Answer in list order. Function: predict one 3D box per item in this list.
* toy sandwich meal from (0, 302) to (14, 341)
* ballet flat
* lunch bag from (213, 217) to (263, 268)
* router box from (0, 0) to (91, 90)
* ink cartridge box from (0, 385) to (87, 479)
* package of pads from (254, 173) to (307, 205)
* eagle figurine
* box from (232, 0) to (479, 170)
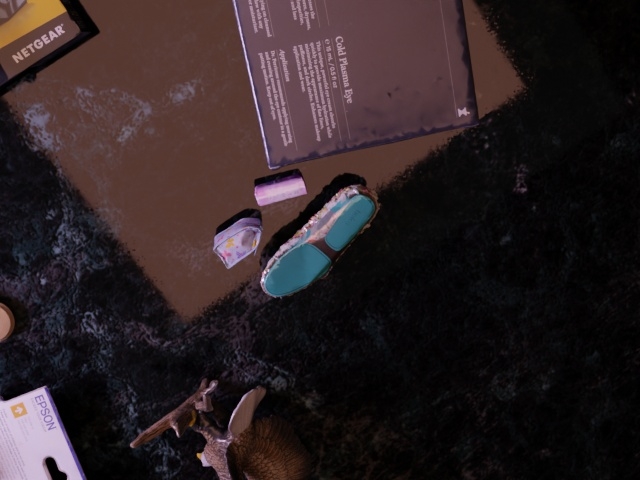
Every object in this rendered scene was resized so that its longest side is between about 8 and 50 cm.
[{"bbox_3d":[-0.544,0.129,1.313,0.086,0.029,0.085,-3,108,-9],"label":"toy sandwich meal"},{"bbox_3d":[0.000,0.000,1.305,0.241,0.077,0.091,-41,110,8],"label":"ballet flat"},{"bbox_3d":[-0.128,0.000,1.295,0.083,0.071,0.053,-36,107,4],"label":"lunch bag"},{"bbox_3d":[-0.537,-0.326,1.163,0.309,0.081,0.243,-32,105,3],"label":"router box"},{"bbox_3d":[-0.558,0.439,1.348,0.330,0.071,0.324,-20,101,-10],"label":"ink cartridge box"},{"bbox_3d":[-0.065,-0.082,1.290,0.083,0.050,0.032,-15,106,-1],"label":"package of pads"},{"bbox_3d":[-0.140,0.381,1.343,0.226,0.225,0.298,-34,95,-7],"label":"eagle figurine"},{"bbox_3d":[0.039,-0.311,1.172,0.313,0.179,0.343,-11,106,-1],"label":"box"}]
